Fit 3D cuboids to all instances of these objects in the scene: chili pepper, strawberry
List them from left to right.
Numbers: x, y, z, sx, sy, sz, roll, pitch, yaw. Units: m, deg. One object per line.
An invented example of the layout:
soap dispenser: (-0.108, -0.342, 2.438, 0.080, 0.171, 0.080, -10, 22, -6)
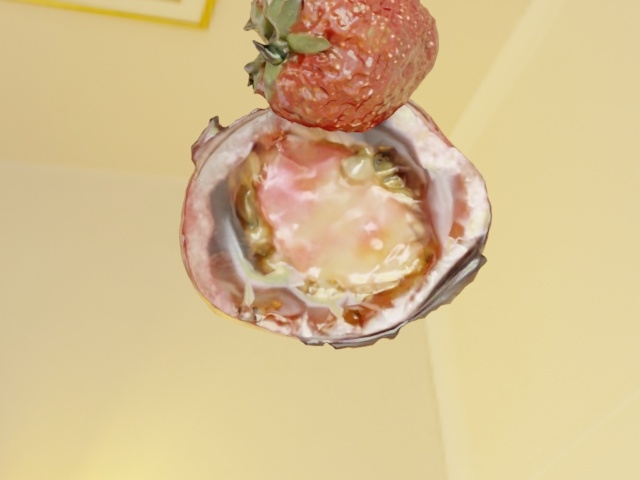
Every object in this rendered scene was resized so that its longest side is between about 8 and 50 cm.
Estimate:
chili pepper: (0.000, 0.000, 1.001, 0.229, 0.251, 0.305, 54, -11, 6)
strawberry: (0.020, -0.140, 0.788, 0.131, 0.148, 0.131, -170, -90, -77)
